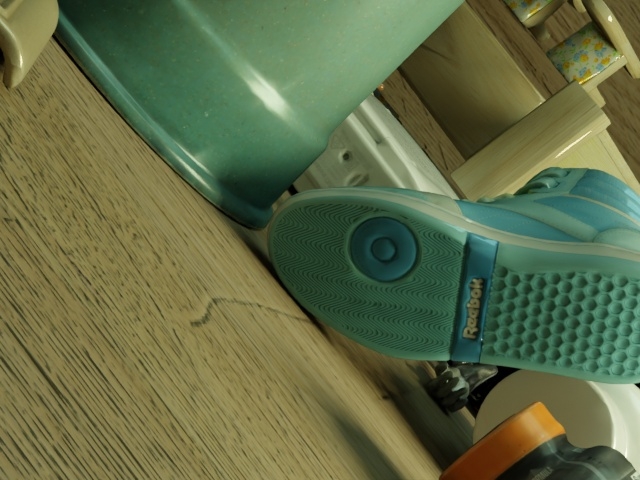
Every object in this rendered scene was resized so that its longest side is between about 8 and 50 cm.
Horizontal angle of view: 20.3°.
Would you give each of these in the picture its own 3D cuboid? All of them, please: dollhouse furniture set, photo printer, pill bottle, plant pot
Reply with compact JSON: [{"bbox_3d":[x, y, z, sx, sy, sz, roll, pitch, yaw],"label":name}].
[{"bbox_3d":[0.197,-0.157,2.085,0.394,0.362,0.256,57,7,36],"label":"dollhouse furniture set"},{"bbox_3d":[0.045,-0.071,1.815,0.256,0.107,0.307,53,8,20],"label":"photo printer"},{"bbox_3d":[0.215,0.181,1.450,0.152,0.152,0.272,54,10,26],"label":"pill bottle"},{"bbox_3d":[0.183,0.225,1.158,0.246,0.130,0.130,52,8,12],"label":"pill bottle"},{"bbox_3d":[-0.028,-0.243,1.391,0.341,0.334,0.341,49,9,-11],"label":"plant pot"}]

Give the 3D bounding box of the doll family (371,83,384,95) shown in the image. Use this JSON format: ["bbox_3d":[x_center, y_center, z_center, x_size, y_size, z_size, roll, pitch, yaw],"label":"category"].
[{"bbox_3d":[-0.021,-0.196,1.974,0.111,0.193,0.076,63,31,-68],"label":"doll family"}]

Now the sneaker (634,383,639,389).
[{"bbox_3d":[0.276,0.118,1.915,0.321,0.124,0.180,55,-28,34],"label":"sneaker"}]

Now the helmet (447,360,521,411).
[{"bbox_3d":[0.220,0.117,1.726,0.169,0.161,0.169,49,8,-9],"label":"helmet"}]

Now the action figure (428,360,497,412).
[{"bbox_3d":[0.143,0.058,1.580,0.141,0.275,0.164,-16,93,-44],"label":"action figure"}]

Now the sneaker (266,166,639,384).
[{"bbox_3d":[0.123,0.005,1.385,0.319,0.127,0.208,15,25,1],"label":"sneaker"}]

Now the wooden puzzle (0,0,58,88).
[{"bbox_3d":[-0.247,-0.204,1.076,0.239,0.044,0.221,53,7,-14],"label":"wooden puzzle"}]
